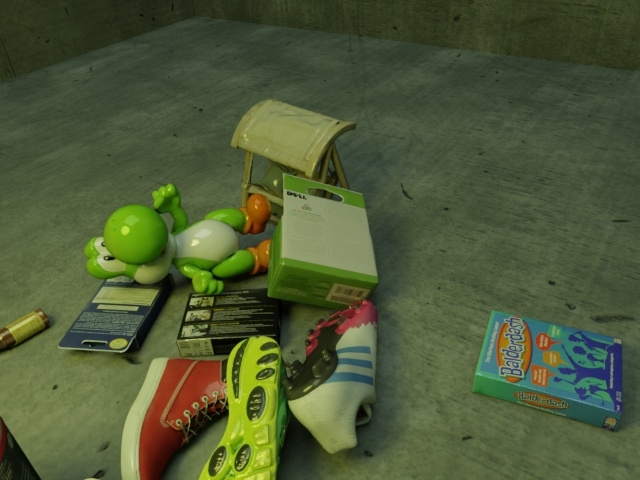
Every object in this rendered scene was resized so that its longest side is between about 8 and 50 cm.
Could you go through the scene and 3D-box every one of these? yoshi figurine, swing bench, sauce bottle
[{"bbox_3d":[-0.255,-0.002,1.050,0.362,0.202,0.203,-8,27,-26],"label":"yoshi figurine"},{"bbox_3d":[-0.063,-0.169,1.274,0.253,0.254,0.165,25,45,34],"label":"swing bench"},{"bbox_3d":[-0.577,0.176,1.028,0.042,0.042,0.128,27,46,36],"label":"sauce bottle"}]

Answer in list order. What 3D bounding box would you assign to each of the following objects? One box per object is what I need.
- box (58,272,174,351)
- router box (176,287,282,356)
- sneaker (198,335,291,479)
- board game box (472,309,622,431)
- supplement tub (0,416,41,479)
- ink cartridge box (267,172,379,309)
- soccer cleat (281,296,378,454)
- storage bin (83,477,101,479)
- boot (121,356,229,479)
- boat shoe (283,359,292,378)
[{"bbox_3d":[-0.388,0.141,1.060,0.137,0.036,0.225,2,34,8],"label":"box"},{"bbox_3d":[-0.164,0.149,1.019,0.179,0.046,0.133,-3,35,2],"label":"router box"},{"bbox_3d":[-0.087,0.284,0.770,0.110,0.123,0.295,-5,53,20],"label":"sneaker"},{"bbox_3d":[0.369,0.202,0.890,0.210,0.047,0.160,11,38,21],"label":"board game box"},{"bbox_3d":[-0.421,0.315,0.620,0.191,0.272,0.191,-3,36,2],"label":"supplement tub"},{"bbox_3d":[0.000,0.000,1.083,0.189,0.097,0.255,12,43,-16],"label":"ink cartridge box"},{"bbox_3d":[0.038,0.208,0.883,0.116,0.143,0.331,-28,6,24],"label":"soccer cleat"},{"bbox_3d":[-0.167,0.399,0.513,0.261,0.123,0.262,24,33,-17],"label":"storage bin"},{"bbox_3d":[-0.187,0.268,0.827,0.176,0.088,0.244,-1,32,1],"label":"boot"},{"bbox_3d":[-0.045,0.231,0.899,0.046,0.038,0.125,-29,43,-31],"label":"boat shoe"}]
